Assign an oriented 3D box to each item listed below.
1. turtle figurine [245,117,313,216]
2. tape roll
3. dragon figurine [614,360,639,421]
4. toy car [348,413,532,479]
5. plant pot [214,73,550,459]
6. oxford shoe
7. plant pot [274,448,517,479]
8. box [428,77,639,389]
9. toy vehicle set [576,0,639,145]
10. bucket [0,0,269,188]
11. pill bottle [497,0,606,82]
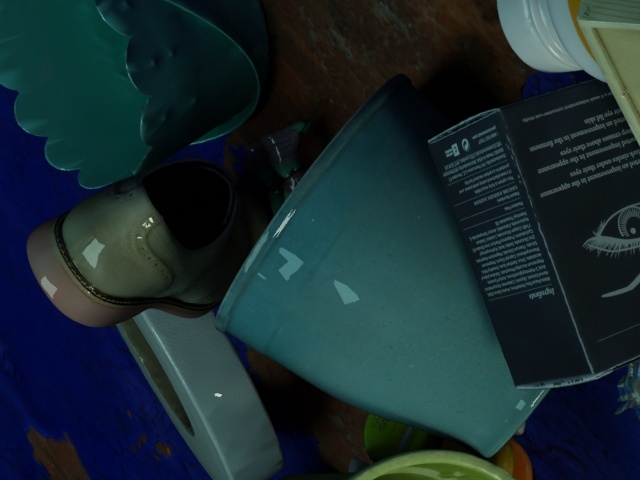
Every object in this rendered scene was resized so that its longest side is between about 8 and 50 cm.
[{"bbox_3d":[0.000,0.000,1.380,0.175,0.118,0.234,-18,96,56],"label":"turtle figurine"},{"bbox_3d":[-0.174,0.124,1.629,0.392,0.072,0.392,54,165,21],"label":"tape roll"},{"bbox_3d":[0.297,0.223,1.077,0.144,0.085,0.289,121,147,-73],"label":"dragon figurine"},{"bbox_3d":[0.130,0.216,1.375,0.182,0.159,0.136,19,168,41],"label":"toy car"},{"bbox_3d":[0.093,0.041,1.173,0.255,0.271,0.271,36,144,5],"label":"plant pot"},{"bbox_3d":[-0.121,-0.009,1.357,0.146,0.397,0.140,-34,87,21],"label":"oxford shoe"},{"bbox_3d":[0.032,0.310,1.211,0.254,0.276,0.276,-5,113,64],"label":"plant pot"},{"bbox_3d":[0.197,-0.010,1.030,0.108,0.153,0.207,-22,86,63],"label":"box"},{"bbox_3d":[0.274,-0.078,0.852,0.166,0.035,0.267,11,162,30],"label":"toy vehicle set"},{"bbox_3d":[-0.196,-0.203,1.401,0.281,0.183,0.281,33,140,33],"label":"bucket"},{"bbox_3d":[0.236,-0.173,0.900,0.246,0.136,0.136,-2,115,53],"label":"pill bottle"}]
